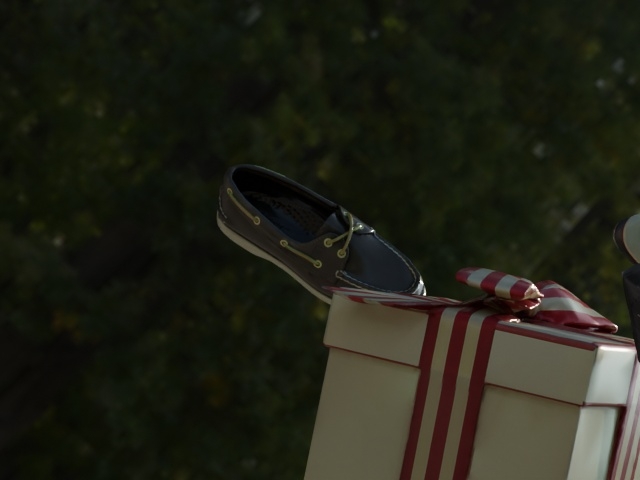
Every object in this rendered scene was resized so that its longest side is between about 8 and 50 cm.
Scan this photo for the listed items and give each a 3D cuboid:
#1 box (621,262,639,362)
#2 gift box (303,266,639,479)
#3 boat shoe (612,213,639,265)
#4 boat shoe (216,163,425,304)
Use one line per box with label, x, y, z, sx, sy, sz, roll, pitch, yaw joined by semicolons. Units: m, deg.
box;0.437;0.061;1.213;0.395;0.318;0.097;40;-30;58
gift box;0.118;0.150;1.464;0.276;0.258;0.255;13;1;25
boat shoe;0.274;0.006;1.479;0.137;0.049;0.043;14;-1;-43
boat shoe;0.000;0.000;1.785;0.228;0.081;0.068;26;-34;14
